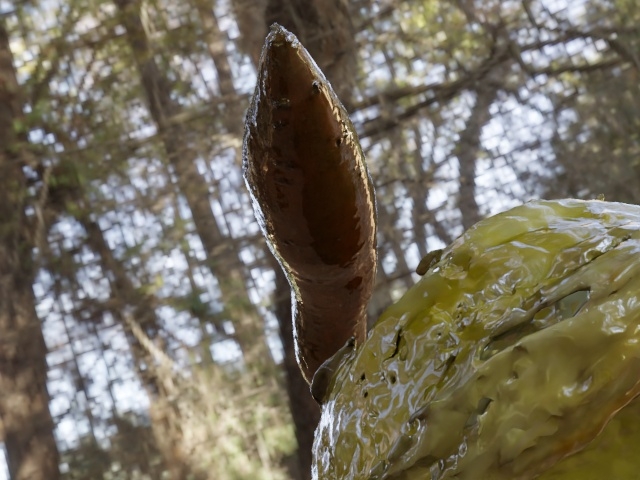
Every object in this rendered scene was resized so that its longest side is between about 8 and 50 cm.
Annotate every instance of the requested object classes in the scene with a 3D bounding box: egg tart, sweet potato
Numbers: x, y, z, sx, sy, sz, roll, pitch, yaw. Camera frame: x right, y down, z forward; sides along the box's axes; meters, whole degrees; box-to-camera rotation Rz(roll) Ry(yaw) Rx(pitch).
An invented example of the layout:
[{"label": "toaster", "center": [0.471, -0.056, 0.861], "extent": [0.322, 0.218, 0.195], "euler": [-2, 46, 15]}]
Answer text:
[{"label": "egg tart", "center": [0.098, 0.078, 0.485], "extent": [0.315, 0.120, 0.315], "euler": [-27, -35, -21]}, {"label": "sweet potato", "center": [0.002, 0.000, 0.520], "extent": [0.057, 0.057, 0.264], "euler": [-19, -37, -4]}]
